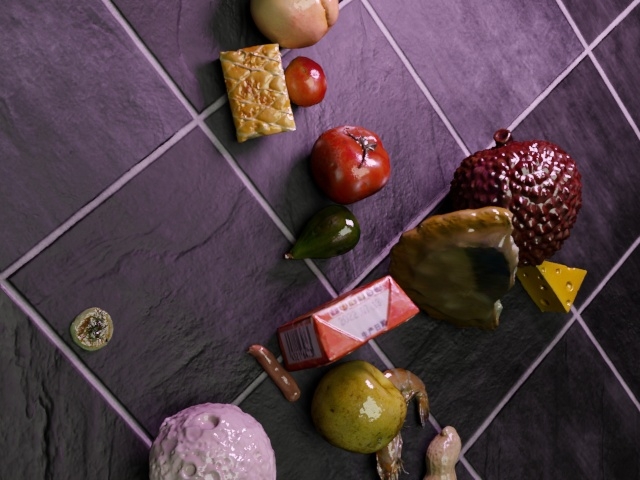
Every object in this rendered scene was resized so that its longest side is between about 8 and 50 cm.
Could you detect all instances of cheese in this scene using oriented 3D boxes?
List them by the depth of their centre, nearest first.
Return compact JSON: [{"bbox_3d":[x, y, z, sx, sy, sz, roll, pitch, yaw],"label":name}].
[{"bbox_3d":[0.552,0.086,2.027,0.171,0.093,0.126,34,74,-20],"label":"cheese"}]

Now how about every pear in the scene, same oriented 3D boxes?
[{"bbox_3d":[0.074,0.359,1.723,0.197,0.197,0.197,1,88,-27],"label":"pear"}]

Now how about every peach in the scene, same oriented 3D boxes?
[{"bbox_3d":[-0.051,-0.489,1.702,0.184,0.184,0.184,1,88,-27],"label":"peach"},{"bbox_3d":[-0.034,-0.341,1.744,0.101,0.101,0.100,1,88,-27],"label":"peach"}]

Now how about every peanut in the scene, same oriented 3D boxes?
[{"bbox_3d":[0.280,0.522,1.884,0.082,0.082,0.187,13,81,-26],"label":"peanut"}]

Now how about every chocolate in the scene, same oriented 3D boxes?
[{"bbox_3d":[0.045,0.173,1.694,0.235,0.237,0.108,-25,86,-25],"label":"chocolate"}]

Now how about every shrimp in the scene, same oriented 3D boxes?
[{"bbox_3d":[0.186,0.439,1.854,0.169,0.058,0.295,-1,85,-29],"label":"shrimp"}]

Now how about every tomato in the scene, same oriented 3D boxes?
[{"bbox_3d":[0.069,-0.156,1.754,0.187,0.187,0.151,12,122,-26],"label":"tomato"}]

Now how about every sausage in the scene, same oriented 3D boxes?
[{"bbox_3d":[-0.096,0.277,1.724,0.042,0.036,0.158,-43,106,-12],"label":"sausage"}]

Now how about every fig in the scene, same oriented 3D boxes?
[{"bbox_3d":[0.000,0.000,1.751,0.177,0.117,0.117,-36,104,-6],"label":"fig"}]

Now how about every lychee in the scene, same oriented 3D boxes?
[{"bbox_3d":[0.445,-0.096,1.866,0.306,0.306,0.330,-18,103,-26],"label":"lychee"}]

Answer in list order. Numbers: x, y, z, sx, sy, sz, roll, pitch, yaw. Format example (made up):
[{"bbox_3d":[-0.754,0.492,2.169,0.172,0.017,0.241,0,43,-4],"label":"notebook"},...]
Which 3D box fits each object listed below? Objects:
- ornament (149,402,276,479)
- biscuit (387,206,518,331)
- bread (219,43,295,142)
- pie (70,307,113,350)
[{"bbox_3d":[-0.198,0.438,1.542,0.225,0.259,0.259,-4,90,1],"label":"ornament"},{"bbox_3d":[0.326,0.079,1.811,0.335,0.329,0.078,49,35,-24],"label":"biscuit"},{"bbox_3d":[-0.128,-0.306,1.690,0.126,0.068,0.188,-12,95,0],"label":"bread"},{"bbox_3d":[-0.436,0.170,1.565,0.084,0.021,0.084,1,88,-26],"label":"pie"}]
